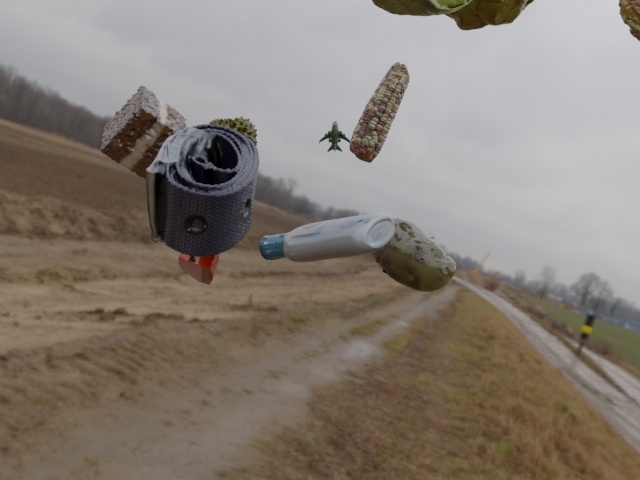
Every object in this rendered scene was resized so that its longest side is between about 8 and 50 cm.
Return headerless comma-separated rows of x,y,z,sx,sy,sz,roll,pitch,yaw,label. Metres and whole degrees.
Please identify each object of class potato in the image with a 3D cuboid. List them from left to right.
0.247,0.041,1.880,0.262,0.165,0.165,33,8,29,potato

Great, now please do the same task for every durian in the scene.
-0.197,-0.253,1.729,0.119,0.108,0.187,44,-15,21,durian

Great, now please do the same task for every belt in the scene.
-0.161,-0.067,0.950,0.139,0.126,0.230,9,30,-6,belt

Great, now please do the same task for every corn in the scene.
0.139,-0.292,1.559,0.079,0.237,0.079,27,3,-2,corn

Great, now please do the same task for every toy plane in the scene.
0.036,-0.263,1.734,0.080,0.083,0.033,1,24,-1,toy plane

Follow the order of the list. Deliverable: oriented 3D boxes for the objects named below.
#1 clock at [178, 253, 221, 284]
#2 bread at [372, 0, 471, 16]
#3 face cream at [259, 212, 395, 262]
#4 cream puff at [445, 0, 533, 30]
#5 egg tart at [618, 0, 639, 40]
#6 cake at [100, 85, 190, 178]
-0.178,-0.017,1.119,0.061,0.155,0.113,20,-19,-3,clock
0.121,-0.314,0.778,0.111,0.129,0.114,29,5,-40,bread
0.000,0.000,1.588,0.336,0.080,0.163,-8,14,38,face cream
0.470,-0.680,1.863,0.282,0.282,0.185,21,-13,47,cream puff
0.732,-0.467,1.318,0.294,0.295,0.116,20,-4,24,egg tart
-0.343,-0.206,1.379,0.147,0.135,0.134,40,19,-31,cake
